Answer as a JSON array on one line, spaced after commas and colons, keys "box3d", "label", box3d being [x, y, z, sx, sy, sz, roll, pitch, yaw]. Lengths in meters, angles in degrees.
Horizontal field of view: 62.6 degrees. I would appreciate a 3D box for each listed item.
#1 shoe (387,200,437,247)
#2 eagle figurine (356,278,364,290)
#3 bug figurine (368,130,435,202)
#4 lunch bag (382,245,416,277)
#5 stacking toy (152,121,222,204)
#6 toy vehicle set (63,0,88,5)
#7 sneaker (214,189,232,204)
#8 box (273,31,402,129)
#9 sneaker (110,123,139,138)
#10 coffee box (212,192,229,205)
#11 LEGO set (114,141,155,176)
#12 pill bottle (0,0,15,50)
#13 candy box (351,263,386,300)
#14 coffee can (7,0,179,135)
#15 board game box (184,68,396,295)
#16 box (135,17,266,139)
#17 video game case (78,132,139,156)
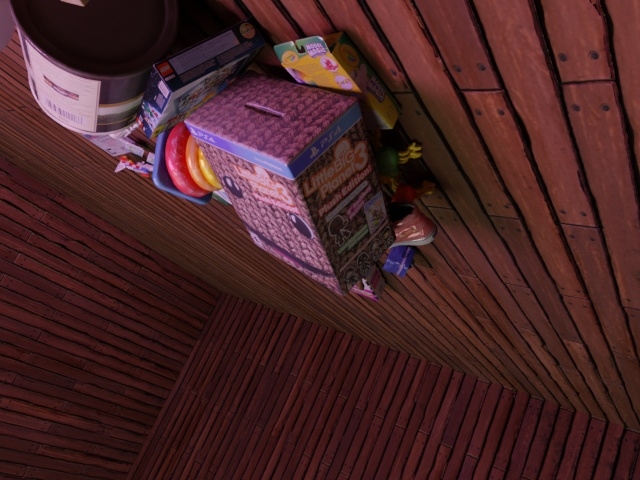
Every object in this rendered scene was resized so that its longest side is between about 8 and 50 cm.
[{"box3d": [0.115, -0.026, 0.948, 0.178, 0.063, 0.081, -8, 141, 41], "label": "shoe"}, {"box3d": [-0.001, -0.053, 1.148, 0.298, 0.225, 0.226, 53, 135, 30], "label": "eagle figurine"}, {"box3d": [0.062, -0.129, 0.937, 0.279, 0.072, 0.216, 22, 163, 14], "label": "bug figurine"}, {"box3d": [0.199, 0.046, 1.295, 0.065, 0.067, 0.098, 23, 163, 6], "label": "lunch bag"}, {"box3d": [-0.175, -0.171, 1.062, 0.302, 0.165, 0.175, 2, 169, 31], "label": "stacking toy"}, {"box3d": [-0.257, -0.374, 0.468, 0.035, 0.165, 0.267, 20, 163, 19], "label": "toy vehicle set"}, {"box3d": [-0.220, -0.147, 1.276, 0.229, 0.087, 0.092, 24, 162, -3], "label": "sneaker"}, {"box3d": [0.025, -0.226, 0.745, 0.105, 0.043, 0.179, 10, 160, 45], "label": "box"}, {"box3d": [-0.398, -0.263, 1.116, 0.232, 0.115, 0.090, 8, 157, 46], "label": "sneaker"}, {"box3d": [-0.289, -0.160, 1.414, 0.113, 0.040, 0.184, 26, 164, 0], "label": "coffee box"}, {"box3d": [-0.489, -0.200, 1.521, 0.183, 0.060, 0.244, 25, 168, -20], "label": "LEGO set"}, {"box3d": [-0.707, -0.443, 0.942, 0.265, 0.153, 0.153, 25, 164, 0], "label": "pill bottle"}, {"box3d": [0.096, 0.093, 1.588, 0.159, 0.071, 0.233, 18, 163, 25], "label": "candy box"}, {"box3d": [-0.336, -0.291, 0.784, 0.202, 0.201, 0.275, 31, 163, -19], "label": "coffee can"}, {"box3d": [-0.036, -0.088, 0.829, 0.232, 0.141, 0.291, 27, 154, 38], "label": "board game box"}, {"box3d": [-0.193, -0.240, 0.808, 0.044, 0.159, 0.233, 57, 156, -10], "label": "box"}, {"box3d": [-0.632, -0.309, 1.488, 0.193, 0.023, 0.213, 36, 161, -34], "label": "video game case"}]
